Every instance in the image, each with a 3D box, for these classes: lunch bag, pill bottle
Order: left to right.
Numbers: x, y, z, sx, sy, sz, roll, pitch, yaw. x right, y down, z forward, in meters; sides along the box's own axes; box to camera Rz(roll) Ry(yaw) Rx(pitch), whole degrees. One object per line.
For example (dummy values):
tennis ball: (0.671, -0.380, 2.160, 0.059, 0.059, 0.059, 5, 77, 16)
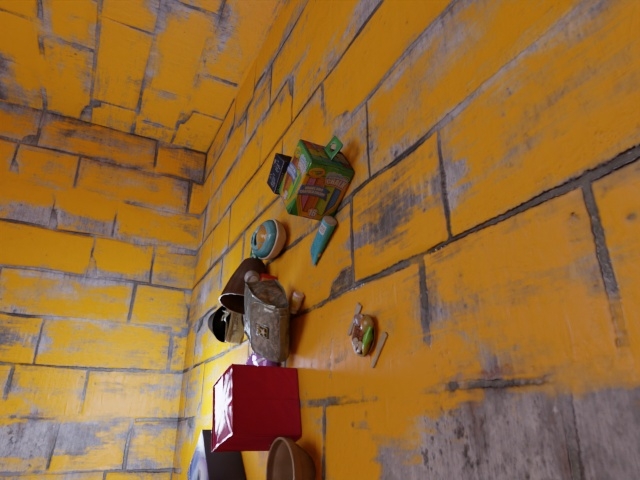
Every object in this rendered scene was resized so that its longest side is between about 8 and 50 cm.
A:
lunch bag: (-0.205, 0.317, 1.835, 0.287, 0.169, 0.235, -142, 52, -61)
pill bottle: (-0.096, 0.244, 1.810, 0.043, 0.043, 0.083, 50, 124, 59)

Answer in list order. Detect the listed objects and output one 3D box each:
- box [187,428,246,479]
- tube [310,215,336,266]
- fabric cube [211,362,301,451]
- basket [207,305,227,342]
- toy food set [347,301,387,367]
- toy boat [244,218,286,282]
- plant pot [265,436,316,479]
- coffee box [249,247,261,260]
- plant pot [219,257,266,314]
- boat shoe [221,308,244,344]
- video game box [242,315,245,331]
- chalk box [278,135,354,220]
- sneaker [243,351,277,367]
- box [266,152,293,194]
box: (-0.488, 1.085, 2.126, 0.294, 0.183, 0.296, -68, 27, 19)
tube: (0.000, 0.000, 1.714, 0.080, 0.052, 0.207, -99, 26, -45)
fabric cube: (-0.243, 0.626, 1.712, 0.254, 0.258, 0.259, -49, 38, 45)
basket: (-0.538, 0.451, 2.537, 0.227, 0.154, 0.204, 161, 118, -65)
toy food set: (0.119, 0.274, 1.354, 0.192, 0.038, 0.132, 44, 120, 61)
toy boat: (-0.260, 0.053, 2.112, 0.267, 0.148, 0.318, -25, 57, 60)
plant pot: (-0.087, 0.766, 1.500, 0.237, 0.110, 0.237, -39, 46, 55)
coffee box: (-0.333, 0.091, 2.376, 0.113, 0.040, 0.184, 15, 93, 65)
plant pot: (-0.342, 0.205, 2.194, 0.215, 0.215, 0.230, -43, 28, 51)
boat shoe: (-0.445, 0.400, 2.316, 0.104, 0.089, 0.285, -68, 28, 26)
video game box: (-0.369, 0.352, 2.334, 0.205, 0.048, 0.187, -46, 39, 50)
chalk box: (-0.008, -0.240, 1.669, 0.289, 0.179, 0.180, -65, 29, 27)
sneaker: (-0.272, 0.508, 1.991, 0.282, 0.102, 0.161, -25, 68, 46)
box: (-0.171, -0.304, 2.138, 0.156, 0.093, 0.158, 54, 129, 58)
